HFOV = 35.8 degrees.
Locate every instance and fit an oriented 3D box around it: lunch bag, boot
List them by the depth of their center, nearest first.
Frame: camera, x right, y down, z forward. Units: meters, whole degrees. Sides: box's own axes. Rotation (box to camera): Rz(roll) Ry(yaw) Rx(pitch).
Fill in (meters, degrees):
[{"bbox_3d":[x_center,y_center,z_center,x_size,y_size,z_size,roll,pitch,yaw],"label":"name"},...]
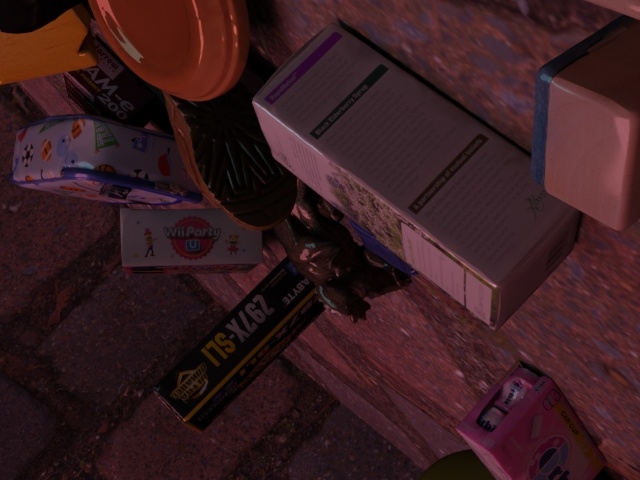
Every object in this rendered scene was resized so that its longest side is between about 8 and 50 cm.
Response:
[{"bbox_3d":[0.072,-0.019,0.908,0.098,0.067,0.065,31,164,45],"label":"lunch bag"},{"bbox_3d":[-0.095,-0.084,1.059,0.269,0.089,0.236,95,150,-74],"label":"boot"},{"bbox_3d":[-0.321,-0.114,1.538,0.243,0.114,0.303,13,175,-42],"label":"lunch bag"}]

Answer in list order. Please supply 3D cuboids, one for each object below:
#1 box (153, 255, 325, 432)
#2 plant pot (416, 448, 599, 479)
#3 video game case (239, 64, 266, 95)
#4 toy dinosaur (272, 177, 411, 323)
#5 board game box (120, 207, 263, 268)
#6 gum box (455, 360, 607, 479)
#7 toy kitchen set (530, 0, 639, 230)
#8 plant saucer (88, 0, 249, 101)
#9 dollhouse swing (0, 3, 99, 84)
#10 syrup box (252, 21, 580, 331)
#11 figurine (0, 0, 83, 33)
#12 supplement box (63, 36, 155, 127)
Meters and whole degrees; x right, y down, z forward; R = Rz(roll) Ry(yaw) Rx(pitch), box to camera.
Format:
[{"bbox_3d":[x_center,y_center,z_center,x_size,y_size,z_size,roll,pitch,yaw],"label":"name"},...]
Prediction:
[{"bbox_3d":[-0.108,0.157,1.556,0.079,0.322,0.257,43,169,10],"label":"box"},{"bbox_3d":[0.286,0.404,1.325,0.275,0.275,0.293,44,154,-2],"label":"plant pot"},{"bbox_3d":[-0.126,-0.186,1.116,0.193,0.023,0.212,43,168,5],"label":"video game case"},{"bbox_3d":[0.000,0.000,1.113,0.313,0.121,0.160,47,163,-32],"label":"toy dinosaur"},{"bbox_3d":[-0.224,0.005,1.686,0.303,0.224,0.097,148,121,-79],"label":"board game box"},{"bbox_3d":[0.243,0.234,1.139,0.062,0.107,0.188,29,162,52],"label":"gum box"},{"bbox_3d":[0.088,-0.144,0.353,0.166,0.122,0.207,36,146,38],"label":"toy kitchen set"},{"bbox_3d":[-0.142,-0.208,0.850,0.200,0.037,0.200,31,140,31],"label":"plant saucer"},{"bbox_3d":[-0.472,-0.436,1.335,0.315,0.304,0.347,-7,146,18],"label":"dollhouse swing"},{"bbox_3d":[0.068,-0.050,0.733,0.237,0.096,0.093,40,167,22],"label":"syrup box"},{"bbox_3d":[-0.127,-0.217,0.594,0.209,0.215,0.092,133,120,-78],"label":"figurine"},{"bbox_3d":[-0.339,-0.230,1.591,0.130,0.073,0.239,43,169,-6],"label":"supplement box"}]
